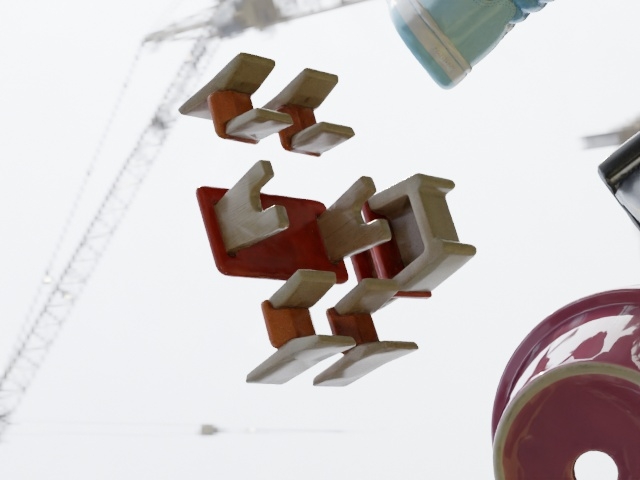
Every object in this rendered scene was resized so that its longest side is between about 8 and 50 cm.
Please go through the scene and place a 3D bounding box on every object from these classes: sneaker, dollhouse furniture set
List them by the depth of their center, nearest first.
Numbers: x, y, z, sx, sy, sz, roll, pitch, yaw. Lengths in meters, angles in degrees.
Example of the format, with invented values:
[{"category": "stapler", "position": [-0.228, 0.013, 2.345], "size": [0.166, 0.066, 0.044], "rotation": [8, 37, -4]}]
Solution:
[{"category": "dollhouse furniture set", "position": [0.000, 0.000, 1.263], "size": [0.259, 0.135, 0.262], "rotation": [7, -121, -44]}, {"category": "sneaker", "position": [0.170, -0.304, 1.584], "size": [0.127, 0.208, 0.319], "rotation": [45, -162, -32]}]

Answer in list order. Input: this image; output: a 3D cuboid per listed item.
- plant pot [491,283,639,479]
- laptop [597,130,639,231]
[{"category": "plant pot", "position": [0.197, 0.132, 0.945], "size": [0.180, 0.201, 0.201], "rotation": [-4, -92, -69]}, {"category": "laptop", "position": [0.319, -0.042, 0.480], "size": [0.408, 0.382, 0.236], "rotation": [42, -166, -48]}]
